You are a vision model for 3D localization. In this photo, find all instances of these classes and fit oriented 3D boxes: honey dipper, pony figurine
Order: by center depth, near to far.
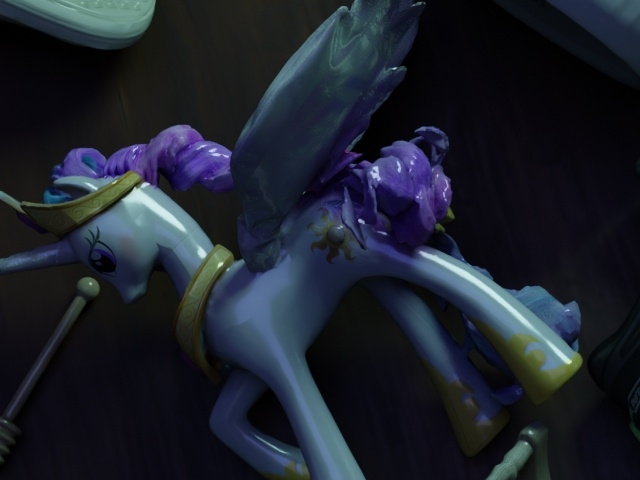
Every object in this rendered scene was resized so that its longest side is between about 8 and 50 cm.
[{"bbox_3d":[0.000,0.000,1.291,0.351,0.303,0.363,-45,87,3],"label":"pony figurine"},{"bbox_3d":[-0.210,0.096,1.399,0.030,0.030,0.161,25,75,15],"label":"honey dipper"}]

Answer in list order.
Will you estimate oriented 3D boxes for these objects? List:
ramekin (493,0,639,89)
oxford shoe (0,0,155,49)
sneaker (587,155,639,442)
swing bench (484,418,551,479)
[{"bbox_3d":[0.178,-0.214,1.314,0.273,0.273,0.127,35,94,17],"label":"ramekin"},{"bbox_3d":[-0.339,-0.235,1.476,0.449,0.169,0.130,21,121,7],"label":"oxford shoe"},{"bbox_3d":[0.316,-0.074,1.255,0.202,0.185,0.483,28,90,47],"label":"sneaker"},{"bbox_3d":[0.176,0.261,1.145,0.254,0.165,0.253,10,34,36],"label":"swing bench"}]
